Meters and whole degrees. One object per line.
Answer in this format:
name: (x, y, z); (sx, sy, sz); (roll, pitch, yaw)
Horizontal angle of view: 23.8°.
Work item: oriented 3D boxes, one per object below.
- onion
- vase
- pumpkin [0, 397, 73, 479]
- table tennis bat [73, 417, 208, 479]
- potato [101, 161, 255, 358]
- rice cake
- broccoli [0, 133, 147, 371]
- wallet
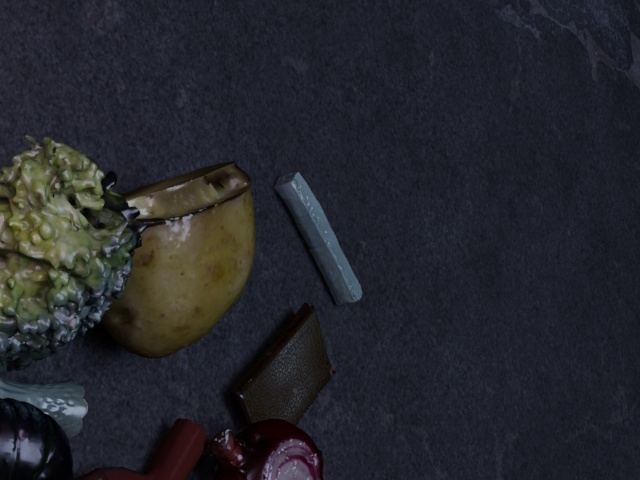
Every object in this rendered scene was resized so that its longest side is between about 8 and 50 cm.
onion: (-0.098, 0.323, 2.114); (0.198, 0.135, 0.173); (38, 48, -27)
vase: (-0.357, 0.193, 1.803); (0.149, 0.081, 0.081); (21, 64, -49)
pumpkin: (-0.368, 0.258, 1.670); (0.194, 0.150, 0.194); (-6, 105, -25)
table tennis bat: (-0.252, 0.394, 1.928); (0.268, 0.051, 0.414); (60, 40, -29)
potato: (-0.199, 0.032, 1.974); (0.285, 0.242, 0.242); (-37, 112, -61)
rice cake: (0.000, 0.000, 2.416); (0.245, 0.045, 0.042); (63, 36, -23)
broccoli: (-0.377, 0.009, 1.693); (0.281, 0.348, 0.293); (64, -8, -8)
wallet: (-0.056, 0.213, 2.282); (0.243, 0.039, 0.133); (-51, 129, -50)
